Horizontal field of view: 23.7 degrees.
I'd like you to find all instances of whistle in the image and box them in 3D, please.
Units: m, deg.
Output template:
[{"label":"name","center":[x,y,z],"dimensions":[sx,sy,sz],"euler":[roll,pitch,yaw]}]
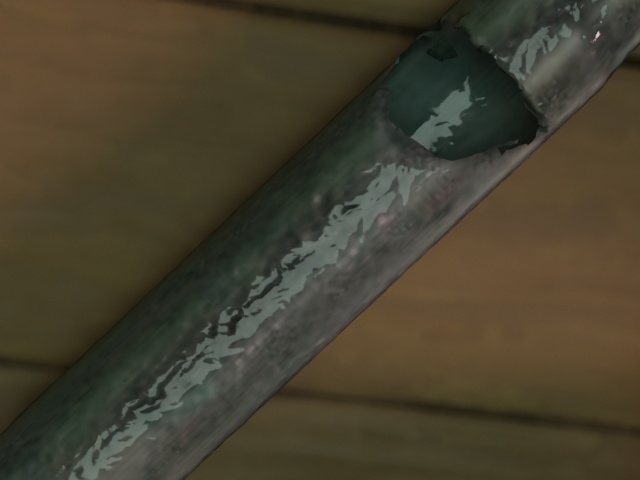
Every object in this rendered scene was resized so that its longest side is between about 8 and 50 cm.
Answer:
[{"label":"whistle","center":[0.000,0.000,0.551],"dimensions":[0.312,0.062,0.062],"euler":[-43,99,1]}]
